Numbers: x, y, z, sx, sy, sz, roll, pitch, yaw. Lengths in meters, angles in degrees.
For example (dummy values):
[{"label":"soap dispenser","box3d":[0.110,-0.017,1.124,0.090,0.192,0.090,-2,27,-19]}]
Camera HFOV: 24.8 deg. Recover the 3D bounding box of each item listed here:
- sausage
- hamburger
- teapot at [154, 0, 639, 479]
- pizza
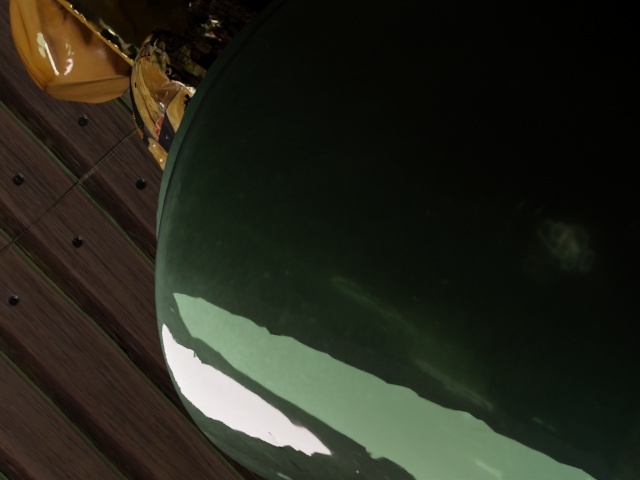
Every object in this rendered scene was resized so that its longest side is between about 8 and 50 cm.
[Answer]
[{"label":"sausage","box3d":[-0.222,-0.195,1.335,0.241,0.120,0.136,133,128,-83]},{"label":"hamburger","box3d":[-0.027,-0.055,0.917,0.231,0.107,0.231,48,168,13]},{"label":"teapot","box3d":[0.077,0.014,0.351,0.225,0.171,0.203,33,137,42]},{"label":"pizza","box3d":[-0.191,-0.223,1.080,0.258,0.087,0.268,44,177,-21]}]
